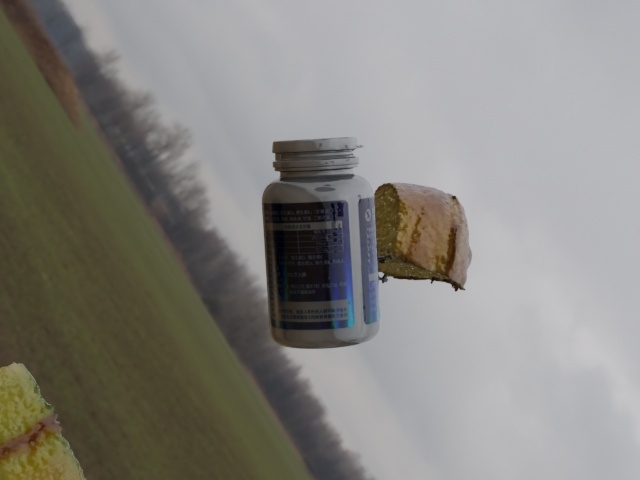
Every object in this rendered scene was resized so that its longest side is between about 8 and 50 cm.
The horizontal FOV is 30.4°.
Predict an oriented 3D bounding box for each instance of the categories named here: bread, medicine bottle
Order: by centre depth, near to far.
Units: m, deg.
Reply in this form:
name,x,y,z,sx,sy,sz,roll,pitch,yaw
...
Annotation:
name,x,y,z,sx,sy,sz,roll,pitch,yaw
medicine bottle,0.000,0.000,1.108,0.107,0.107,0.191,-157,-117,-80
bread,-0.348,0.259,1.111,0.167,0.264,0.163,57,-13,20
bread,0.125,-0.012,1.596,0.129,0.134,0.260,20,-8,-15
